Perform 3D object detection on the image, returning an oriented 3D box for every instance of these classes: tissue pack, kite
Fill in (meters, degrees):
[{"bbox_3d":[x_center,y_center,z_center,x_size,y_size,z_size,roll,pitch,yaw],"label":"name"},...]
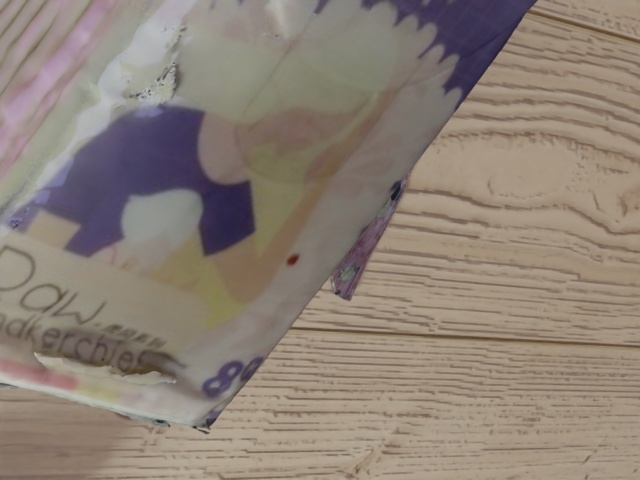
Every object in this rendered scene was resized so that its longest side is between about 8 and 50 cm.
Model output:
[{"bbox_3d":[-0.057,-0.072,0.847,0.343,0.125,0.242,-52,142,12],"label":"tissue pack"},{"bbox_3d":[0.000,0.000,1.055,0.157,0.011,0.139,-36,138,-12],"label":"kite"}]
